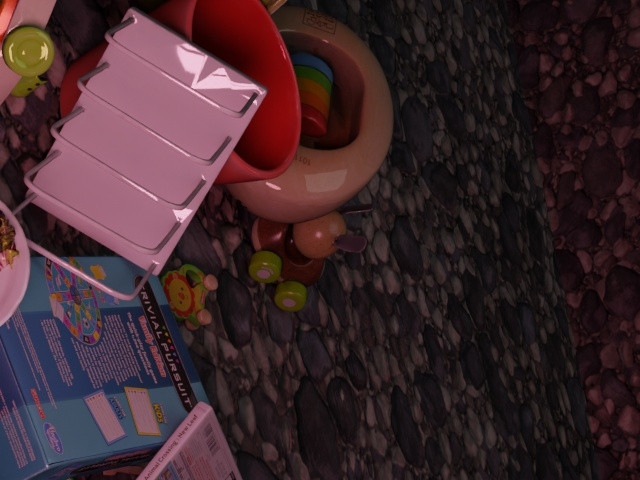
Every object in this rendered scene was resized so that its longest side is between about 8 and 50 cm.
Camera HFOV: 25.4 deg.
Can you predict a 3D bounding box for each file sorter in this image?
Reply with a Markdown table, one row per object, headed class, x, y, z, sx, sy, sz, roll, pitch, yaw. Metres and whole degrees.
| class | x | y | z | sx | sy | sz | roll | pitch | yaw |
| --- | --- | --- | --- | --- | --- | --- | --- | --- | --- |
| file sorter | -0.223 | -0.097 | 1.665 | 0.193 | 0.277 | 0.173 | 31 | 17 | -4 |

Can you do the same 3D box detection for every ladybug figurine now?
| class | x | y | z | sx | sy | sz | roll | pitch | yaw |
| --- | --- | --- | --- | --- | --- | --- | --- | --- | --- |
| ladybug figurine | -0.044 | -0.191 | 2.208 | 0.305 | 0.162 | 0.449 | 19 | 45 | -7 |

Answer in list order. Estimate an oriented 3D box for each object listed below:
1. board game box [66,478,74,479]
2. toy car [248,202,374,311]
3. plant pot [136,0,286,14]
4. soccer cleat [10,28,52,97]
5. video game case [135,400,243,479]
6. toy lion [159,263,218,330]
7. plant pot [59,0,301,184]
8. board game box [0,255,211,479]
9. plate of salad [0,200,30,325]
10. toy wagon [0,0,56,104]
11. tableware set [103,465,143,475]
| class | x | y | z | sx | sy | sz | roll | pitch | yaw |
| --- | --- | --- | --- | --- | --- | --- | --- | --- | --- |
| board game box | -0.338 | 0.325 | 1.574 | 0.160 | 0.039 | 0.211 | 62 | 30 | -20 |
| toy car | 0.000 | 0.000 | 2.223 | 0.149 | 0.188 | 0.155 | 50 | 35 | -37 |
| plant pot | -0.210 | -0.515 | 1.975 | 0.353 | 0.366 | 0.366 | 39 | 42 | -37 |
| soccer cleat | -0.374 | -0.267 | 1.798 | 0.060 | 0.072 | 0.179 | 23 | 55 | -57 |
| video game case | -0.174 | 0.323 | 1.724 | 0.193 | 0.023 | 0.212 | -51 | 150 | -25 |
| toy lion | -0.193 | 0.074 | 2.000 | 0.096 | 0.034 | 0.100 | 42 | 40 | -34 |
| plant pot | -0.194 | -0.188 | 1.898 | 0.275 | 0.243 | 0.275 | 34 | 49 | -50 |
| board game box | -0.282 | 0.146 | 1.675 | 0.336 | 0.079 | 0.253 | 2 | 61 | -61 |
| plate of salad | -0.407 | 0.016 | 1.505 | 0.200 | 0.048 | 0.199 | 8 | 65 | -18 |
| toy wagon | -0.361 | -0.255 | 1.640 | 0.068 | 0.267 | 0.344 | 22 | 95 | -27 |
| tableware set | -0.269 | 0.224 | 1.758 | 0.194 | 0.039 | 0.128 | 18 | 60 | -58 |
